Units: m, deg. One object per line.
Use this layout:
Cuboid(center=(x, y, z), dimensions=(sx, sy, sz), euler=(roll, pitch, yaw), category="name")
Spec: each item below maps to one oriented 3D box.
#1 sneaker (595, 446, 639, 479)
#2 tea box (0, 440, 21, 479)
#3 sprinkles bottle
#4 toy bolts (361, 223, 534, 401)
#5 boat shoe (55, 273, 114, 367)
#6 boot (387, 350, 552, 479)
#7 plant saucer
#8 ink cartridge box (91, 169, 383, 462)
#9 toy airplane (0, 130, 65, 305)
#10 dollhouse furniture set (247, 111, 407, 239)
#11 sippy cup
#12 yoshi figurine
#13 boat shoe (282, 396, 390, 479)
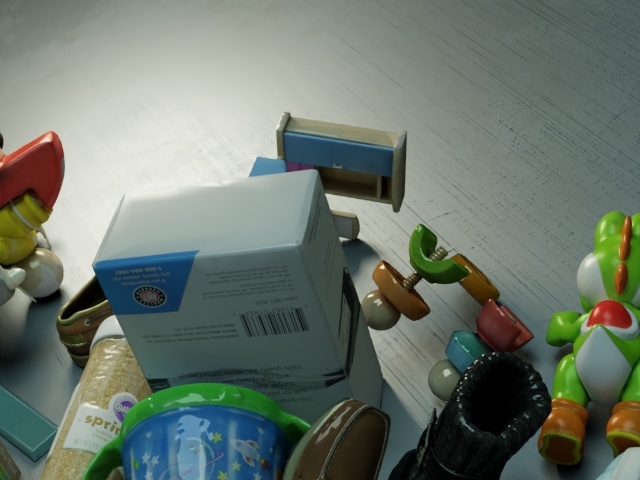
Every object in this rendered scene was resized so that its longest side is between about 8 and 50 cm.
Cuboid(center=(0.277, 0.373, 1.540), dimensions=(0.150, 0.135, 0.366), euler=(17, 50, 32), category="sneaker")
Cuboid(center=(-0.641, 0.399, 1.821), dimensions=(0.328, 0.220, 0.324), euler=(-9, 39, 13), category="tea box")
Cuboid(center=(-0.319, 0.272, 1.915), dimensions=(0.121, 0.121, 0.355), euler=(-4, 42, 18), category="sprinkles bottle")
Cuboid(center=(0.184, 0.122, 1.887), dimensions=(0.158, 0.218, 0.228), euler=(-46, 61, 9), category="toy bolts")
Cuboid(center=(-0.312, 0.072, 2.157), dimensions=(0.110, 0.104, 0.307), euler=(11, 47, 34), category="boat shoe")
Cuboid(center=(0.156, 0.316, 1.541), dimensions=(0.131, 0.260, 0.348), euler=(24, 42, -11), category="boot")
Cuboid(center=(-0.479, 0.281, 2.053), dimensions=(0.192, 0.018, 0.067), euler=(25, 57, 40), category="plant saucer")
Cuboid(center=(-0.098, 0.117, 1.790), dimensions=(0.285, 0.395, 0.166), euler=(-6, 39, 16), category="ink cartridge box")
Cuboid(center=(-0.576, 0.025, 2.239), dimensions=(0.384, 0.272, 0.386), euler=(-32, 28, 54), category="toy airplane")
Cuboid(center=(0.000, 0.000, 1.990), dimensions=(0.198, 0.286, 0.303), euler=(10, 47, 12), category="dollhouse furniture set")
Cuboid(center=(-0.149, 0.341, 1.702), dimensions=(0.305, 0.240, 0.224), euler=(-34, 41, 31), category="sippy cup")
Cuboid(center=(0.403, 0.139, 1.773), dimensions=(0.203, 0.203, 0.362), euler=(-38, 30, 55), category="yoshi figurine")
Cuboid(center=(0.009, 0.355, 1.580), dimensions=(0.120, 0.122, 0.324), euler=(17, 81, 55), category="boat shoe")
